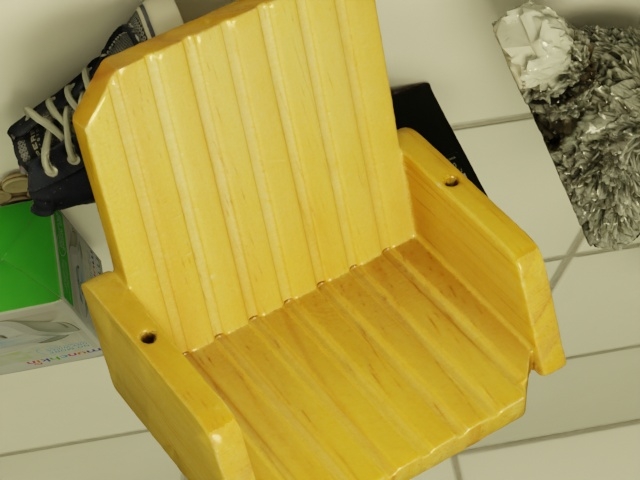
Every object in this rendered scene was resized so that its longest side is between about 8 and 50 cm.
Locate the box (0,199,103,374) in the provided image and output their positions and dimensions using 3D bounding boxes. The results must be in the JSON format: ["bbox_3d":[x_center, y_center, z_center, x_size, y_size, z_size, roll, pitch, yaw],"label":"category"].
[{"bbox_3d":[-0.385,0.063,2.165,0.261,0.127,0.231,-11,161,4],"label":"box"}]

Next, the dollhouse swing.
[{"bbox_3d":[0.000,0.000,1.669,0.346,0.315,0.305,-26,140,-23],"label":"dollhouse swing"}]

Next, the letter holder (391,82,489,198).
[{"bbox_3d":[-0.017,-0.016,2.012,0.301,0.152,0.214,-22,171,-40],"label":"letter holder"}]

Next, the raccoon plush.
[{"bbox_3d":[0.356,-0.142,1.888,0.299,0.216,0.446,-22,171,9],"label":"raccoon plush"}]

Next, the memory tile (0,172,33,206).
[{"bbox_3d":[-0.278,-0.062,2.066,0.148,0.012,0.113,-25,156,30],"label":"memory tile"}]

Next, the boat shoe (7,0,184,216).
[{"bbox_3d":[-0.202,-0.107,1.813,0.158,0.127,0.340,-16,162,-13],"label":"boat shoe"}]
